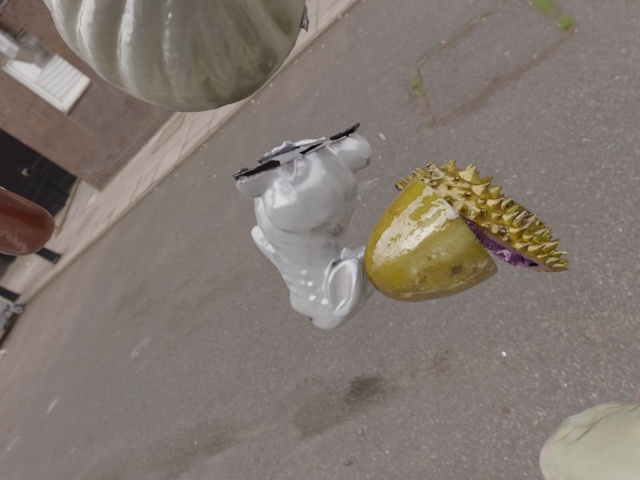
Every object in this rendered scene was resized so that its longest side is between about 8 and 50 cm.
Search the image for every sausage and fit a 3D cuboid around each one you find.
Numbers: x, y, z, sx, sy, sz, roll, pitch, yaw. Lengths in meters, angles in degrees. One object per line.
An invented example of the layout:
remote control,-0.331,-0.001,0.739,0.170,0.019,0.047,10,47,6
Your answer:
sausage,-0.408,-0.036,0.515,0.077,0.194,0.077,-6,68,16

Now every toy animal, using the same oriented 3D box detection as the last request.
toy animal,0.000,0.000,0.772,0.258,0.356,0.194,-11,20,29

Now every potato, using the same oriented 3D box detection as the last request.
potato,0.146,0.024,0.653,0.158,0.204,0.178,-43,62,10

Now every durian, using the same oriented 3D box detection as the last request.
durian,0.288,-0.054,0.753,0.112,0.342,0.191,-57,-11,-3

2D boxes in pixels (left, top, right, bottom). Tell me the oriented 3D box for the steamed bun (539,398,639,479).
steamed bun,0.406,0.263,0.359,0.247,0.352,0.339,-37,74,-11

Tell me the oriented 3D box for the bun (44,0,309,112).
bun,-0.137,-0.257,0.382,0.263,0.263,0.175,-49,5,3
